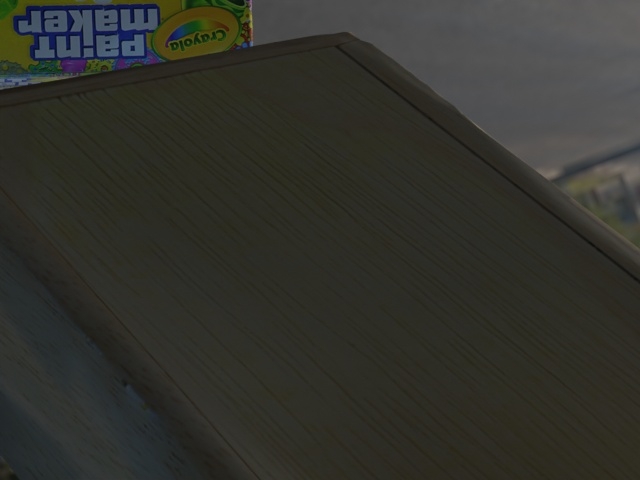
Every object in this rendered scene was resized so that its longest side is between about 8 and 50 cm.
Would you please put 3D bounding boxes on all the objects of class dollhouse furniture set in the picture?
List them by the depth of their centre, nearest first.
[{"bbox_3d":[-0.007,0.175,0.594,0.362,0.394,0.256,-13,-144,-29],"label":"dollhouse furniture set"}]

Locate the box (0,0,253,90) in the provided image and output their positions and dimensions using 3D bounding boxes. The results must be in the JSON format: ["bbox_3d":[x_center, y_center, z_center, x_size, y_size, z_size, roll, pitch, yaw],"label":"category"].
[{"bbox_3d":[-0.204,-0.238,1.326,0.290,0.279,0.177,-2,179,-10],"label":"box"}]
